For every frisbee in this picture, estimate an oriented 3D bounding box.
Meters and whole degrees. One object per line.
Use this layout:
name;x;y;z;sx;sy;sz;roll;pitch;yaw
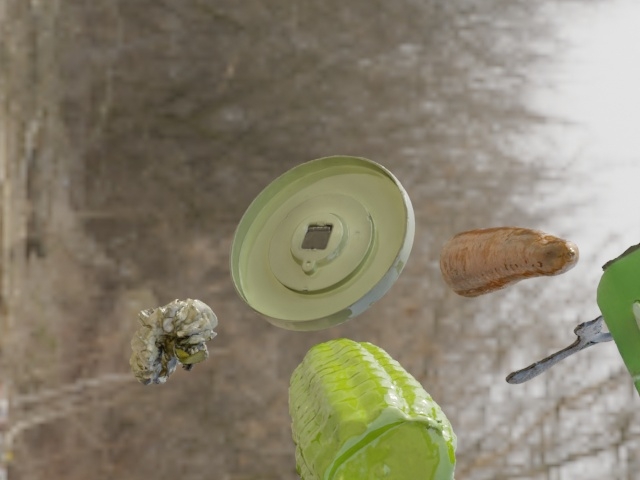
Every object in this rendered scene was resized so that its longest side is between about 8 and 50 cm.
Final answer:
frisbee;0.319;0.122;2.043;0.187;0.211;0.012;59;11;-71

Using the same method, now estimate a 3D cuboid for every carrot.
carrot;0.165;0.015;1.427;0.210;0.061;0.061;168;-77;-72

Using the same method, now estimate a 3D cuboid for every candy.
candy;0.023;0.111;1.057;0.209;0.097;0.096;-124;-146;-72

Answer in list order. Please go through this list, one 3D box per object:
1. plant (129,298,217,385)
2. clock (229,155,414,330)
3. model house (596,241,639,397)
plant;-0.166;0.132;2.017;0.122;0.104;0.116;39;-64;51
clock;0.000;0.000;2.029;0.029;0.235;0.235;49;31;-50
model house;0.421;0.133;1.151;0.323;0.300;0.340;34;30;-58
